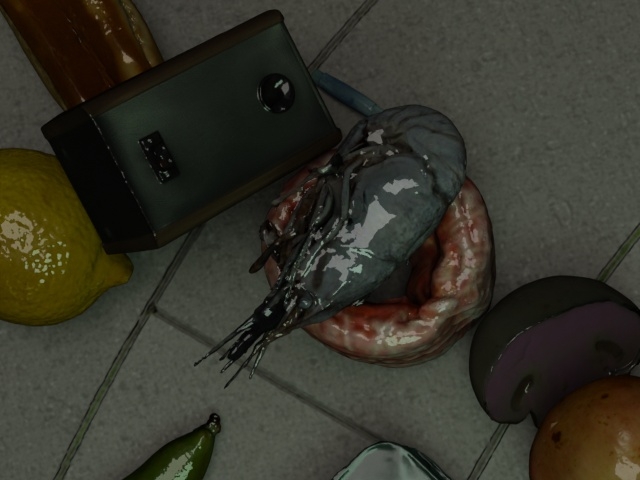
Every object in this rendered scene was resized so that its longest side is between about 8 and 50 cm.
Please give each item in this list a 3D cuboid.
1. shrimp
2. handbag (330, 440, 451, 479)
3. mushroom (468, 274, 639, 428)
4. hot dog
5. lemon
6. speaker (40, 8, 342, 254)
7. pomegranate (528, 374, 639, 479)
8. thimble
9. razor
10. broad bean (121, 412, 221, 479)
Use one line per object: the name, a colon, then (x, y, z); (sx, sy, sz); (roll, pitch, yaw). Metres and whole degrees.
shrimp: (0.003, 0.001, 1.369); (0.145, 0.116, 0.343); (39, 79, 14)
handbag: (0.042, 0.385, 1.482); (0.326, 0.089, 0.238); (-44, 79, -2)
mushroom: (0.236, 0.102, 1.489); (0.188, 0.141, 0.117); (-22, 46, -2)
hot dog: (-0.255, -0.218, 1.605); (0.135, 0.100, 0.337); (-36, 78, 9)
lemon: (-0.314, -0.005, 1.536); (0.244, 0.187, 0.187); (22, 85, 7)
speaker: (-0.129, -0.107, 1.440); (0.231, 0.192, 0.153); (-31, 100, -26)
pomegranate: (0.296, 0.227, 1.413); (0.191, 0.191, 0.191); (-1, 81, 7)
thimble: (0.068, 0.015, 1.500); (0.239, 0.162, 0.239); (-1, 78, 6)
razor: (0.046, -0.150, 1.592); (0.135, 0.040, 0.068); (34, 86, 17)
broad bean: (-0.181, 0.268, 1.546); (0.070, 0.048, 0.213); (42, 89, 11)
